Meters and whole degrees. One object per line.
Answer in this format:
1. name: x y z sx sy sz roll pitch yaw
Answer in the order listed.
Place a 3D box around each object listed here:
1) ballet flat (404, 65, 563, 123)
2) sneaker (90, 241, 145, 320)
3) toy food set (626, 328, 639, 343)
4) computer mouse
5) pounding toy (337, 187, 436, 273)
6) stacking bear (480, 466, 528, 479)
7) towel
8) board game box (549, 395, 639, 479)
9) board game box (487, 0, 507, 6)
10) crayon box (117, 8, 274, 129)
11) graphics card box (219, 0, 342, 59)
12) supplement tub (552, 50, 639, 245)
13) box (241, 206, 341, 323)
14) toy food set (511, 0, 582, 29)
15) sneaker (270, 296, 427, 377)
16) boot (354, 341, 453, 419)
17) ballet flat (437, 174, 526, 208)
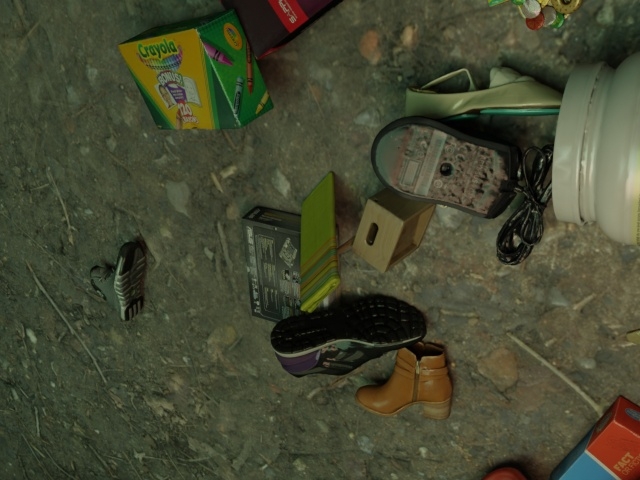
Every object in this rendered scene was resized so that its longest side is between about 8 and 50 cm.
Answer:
1. ballet flat: 0.229 -0.208 1.024 0.248 0.086 0.086 -1 117 35
2. sneaker: -0.477 0.076 1.648 0.132 0.086 0.229 29 131 18
3. toy food set: 0.561 0.210 1.089 0.132 0.038 0.192 -29 100 41
4. computer mouse: 0.204 -0.094 1.038 0.272 0.072 0.189 22 111 2
5. pounding toy: 0.101 -0.019 1.180 0.100 0.130 0.141 36 132 22
6. stacking bear: 0.413 0.571 1.333 0.289 0.164 0.175 43 121 -12
7. towel: 0.000 0.000 1.214 0.021 0.237 0.102 22 135 -26
8. board game box: 0.576 0.434 1.201 0.316 0.064 0.242 31 130 13
9. board game box: 0.235 -0.438 0.890 0.124 0.039 0.260 -10 104 36
10. crayon box: -0.212 -0.276 1.198 0.278 0.081 0.165 10 130 50
11. graphics card box: -0.018 -0.450 1.018 0.370 0.094 0.233 -25 102 39
12. supplement tub: 0.455 -0.100 0.833 0.324 0.235 0.236 9 122 28
13. box: -0.053 0.062 1.382 0.182 0.056 0.231 13 124 25
14. toy food set: 0.295 -0.319 0.945 0.083 0.020 0.082 46 132 -1
15. sneaker: 0.057 0.189 1.340 0.283 0.107 0.124 -8 135 8
16. boot: 0.153 0.257 1.363 0.197 0.073 0.153 1 120 19
17. ballet flat: 0.211 -0.077 1.110 0.213 0.072 0.068 6 107 28
